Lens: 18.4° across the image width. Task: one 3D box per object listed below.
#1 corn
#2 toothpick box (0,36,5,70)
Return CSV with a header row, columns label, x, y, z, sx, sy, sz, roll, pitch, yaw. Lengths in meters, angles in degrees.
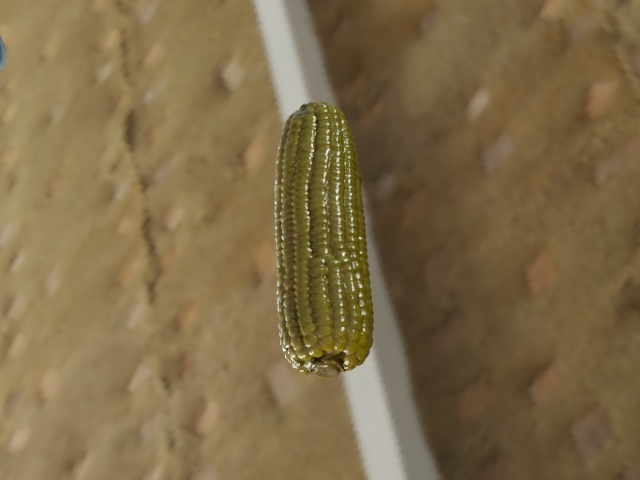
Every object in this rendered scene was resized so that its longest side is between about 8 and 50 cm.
label,x,y,z,sx,sy,sz,roll,pitch,yaw
corn,0.000,0.000,1.586,0.080,0.080,0.231,-31,-127,43
toothpick box,-0.306,-0.100,1.411,0.153,0.101,0.101,-48,-151,31
